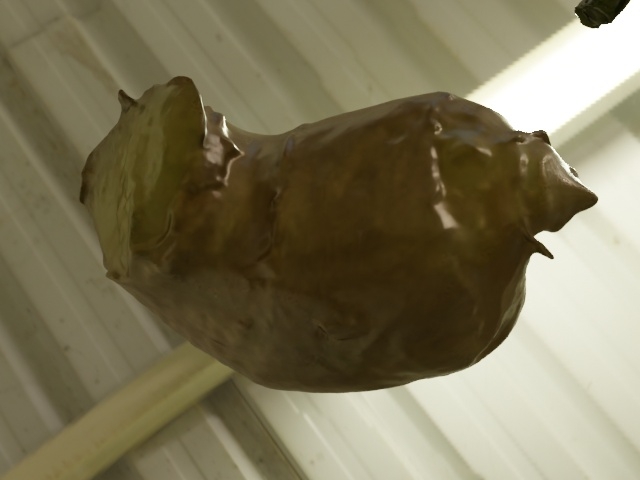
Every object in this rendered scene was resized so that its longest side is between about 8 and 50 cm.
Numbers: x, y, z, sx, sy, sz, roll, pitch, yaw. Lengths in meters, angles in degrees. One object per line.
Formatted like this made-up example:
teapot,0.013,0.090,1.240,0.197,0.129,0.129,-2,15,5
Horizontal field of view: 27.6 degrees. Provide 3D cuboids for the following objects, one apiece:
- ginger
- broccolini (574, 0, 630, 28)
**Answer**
ginger,0.000,0.000,0.640,0.267,0.152,0.138,2,-126,13
broccolini,0.152,-0.169,0.462,0.044,0.042,0.218,34,-97,41
